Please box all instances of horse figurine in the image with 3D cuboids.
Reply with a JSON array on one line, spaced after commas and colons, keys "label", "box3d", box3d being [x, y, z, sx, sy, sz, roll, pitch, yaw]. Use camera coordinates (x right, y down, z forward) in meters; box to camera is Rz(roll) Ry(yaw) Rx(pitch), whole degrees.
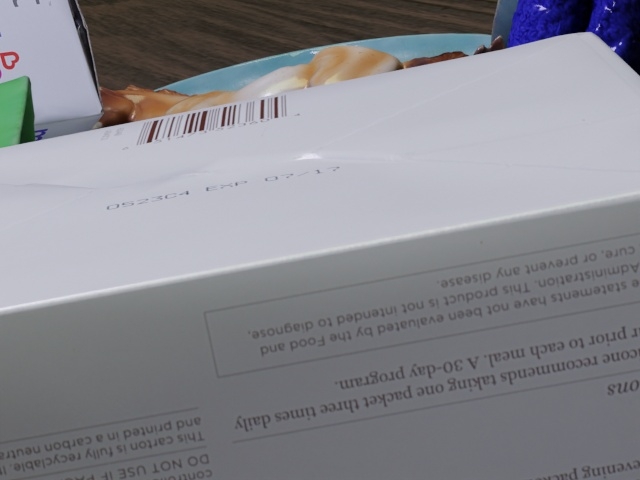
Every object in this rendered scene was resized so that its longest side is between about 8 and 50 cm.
[{"label": "horse figurine", "box3d": [-0.020, -0.063, 0.983, 0.263, 0.066, 0.174, -15, 24, 10]}]

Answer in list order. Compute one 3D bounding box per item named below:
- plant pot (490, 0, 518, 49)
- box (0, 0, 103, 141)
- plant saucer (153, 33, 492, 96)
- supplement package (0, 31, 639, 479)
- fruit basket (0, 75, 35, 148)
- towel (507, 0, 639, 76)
[{"label": "plant pot", "box3d": [0.254, -0.178, 1.011, 0.195, 0.290, 0.290, 28, 31, 16]}, {"label": "box", "box3d": [-0.270, -0.058, 0.920, 0.231, 0.126, 0.262, -11, -14, -29]}, {"label": "plant saucer", "box3d": [-0.008, -0.080, 1.188, 0.318, 0.043, 0.317, -11, 18, 3]}, {"label": "supplement package", "box3d": [-0.005, 0.079, 0.398, 0.194, 0.203, 0.149, -10, 17, 2]}, {"label": "fruit basket", "box3d": [-0.051, 0.040, 0.712, 0.353, 0.165, 0.327, 3, 17, -9]}, {"label": "towel", "box3d": [0.119, -0.090, 0.679, 0.076, 0.227, 0.308, 9, 8, 12]}]
